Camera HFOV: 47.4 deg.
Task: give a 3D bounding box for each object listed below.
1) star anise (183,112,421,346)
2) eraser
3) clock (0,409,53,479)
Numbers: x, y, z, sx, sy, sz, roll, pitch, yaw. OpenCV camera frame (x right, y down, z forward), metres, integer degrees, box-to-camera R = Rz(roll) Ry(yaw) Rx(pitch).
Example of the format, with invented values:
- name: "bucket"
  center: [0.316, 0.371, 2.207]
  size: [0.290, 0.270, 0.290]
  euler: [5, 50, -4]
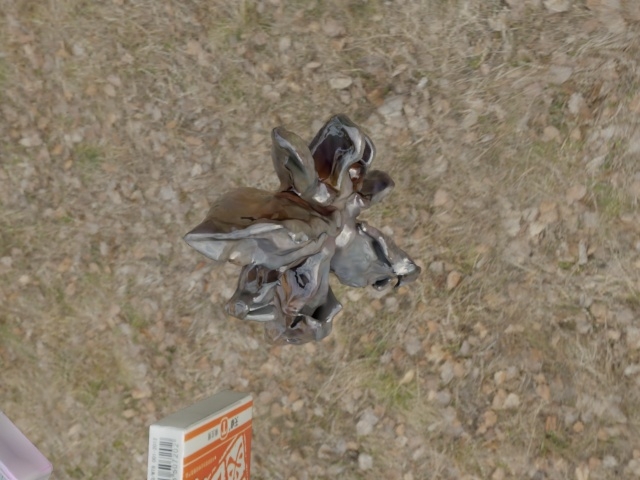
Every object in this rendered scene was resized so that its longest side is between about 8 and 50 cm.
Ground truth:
- name: "star anise"
  center: [0.002, 0.002, 0.622]
  size: [0.110, 0.198, 0.258]
  euler: [32, 159, 31]
- name: "eraser"
  center: [-0.104, 0.259, 0.631]
  size: [0.038, 0.157, 0.230]
  euler: [3, 89, 14]
- name: "clock"
  center: [-0.511, 0.373, 1.117]
  size: [0.150, 0.063, 0.197]
  euler: [40, 115, 15]
